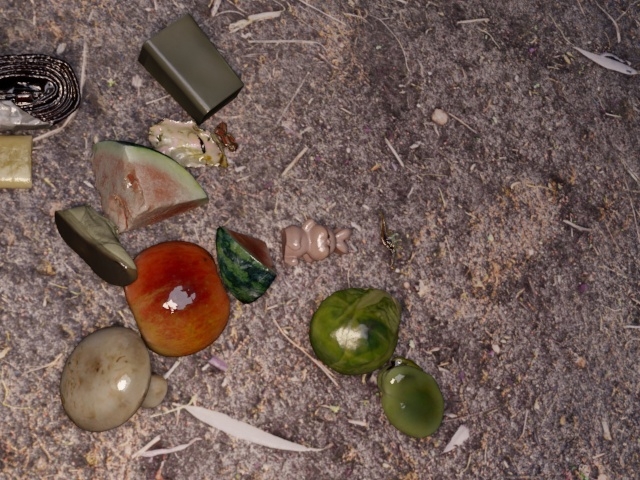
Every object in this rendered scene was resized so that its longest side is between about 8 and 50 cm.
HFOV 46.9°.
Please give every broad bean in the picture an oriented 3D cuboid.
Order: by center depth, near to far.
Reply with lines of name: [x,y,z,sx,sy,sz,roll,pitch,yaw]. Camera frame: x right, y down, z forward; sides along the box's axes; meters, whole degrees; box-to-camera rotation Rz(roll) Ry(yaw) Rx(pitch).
broad bean: [0.243,0.418,1.980,0.169,0.100,0.228,-18,95,-15]

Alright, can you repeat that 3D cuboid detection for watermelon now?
watermelon: [-0.443,-0.134,1.848,0.310,0.193,0.231,39,50,-18]
watermelon: [-0.205,0.052,1.883,0.136,0.202,0.207,-36,96,3]

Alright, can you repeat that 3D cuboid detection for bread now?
bread: [-0.785,-0.188,1.772,0.178,0.060,0.139,1,75,-20]

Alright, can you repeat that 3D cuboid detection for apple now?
apple: [-0.339,0.131,1.800,0.251,0.163,0.293,-20,86,-22]

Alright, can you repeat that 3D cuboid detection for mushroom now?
mushroom: [-0.465,0.328,1.698,0.244,0.243,0.243,5,75,-19]

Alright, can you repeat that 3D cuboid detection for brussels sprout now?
brussels sprout: [0.102,0.227,1.916,0.219,0.210,0.271,37,53,16]

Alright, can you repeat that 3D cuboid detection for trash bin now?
trash bin: [-0.344,-0.451,1.971,0.164,0.122,0.240,-42,95,-23]

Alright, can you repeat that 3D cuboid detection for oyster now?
oyster: [-0.347,-0.258,1.947,0.209,0.072,0.132,1,107,-6]

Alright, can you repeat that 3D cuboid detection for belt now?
belt: [-0.738,-0.354,1.782,0.289,0.164,0.184,-10,102,-30]

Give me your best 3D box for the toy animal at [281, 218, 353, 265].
toy animal: [0.001,0.001,1.982,0.213,0.124,0.124,-5,78,-17]

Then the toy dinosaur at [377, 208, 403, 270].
toy dinosaur: [0.202,-0.007,2.100,0.058,0.037,0.180,-15,83,-27]

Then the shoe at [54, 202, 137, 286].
shoe: [-0.522,0.004,1.768,0.275,0.103,0.098,41,53,19]

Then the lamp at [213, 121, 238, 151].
lamp: [-0.254,-0.277,1.999,0.083,0.031,0.063,51,29,-13]
